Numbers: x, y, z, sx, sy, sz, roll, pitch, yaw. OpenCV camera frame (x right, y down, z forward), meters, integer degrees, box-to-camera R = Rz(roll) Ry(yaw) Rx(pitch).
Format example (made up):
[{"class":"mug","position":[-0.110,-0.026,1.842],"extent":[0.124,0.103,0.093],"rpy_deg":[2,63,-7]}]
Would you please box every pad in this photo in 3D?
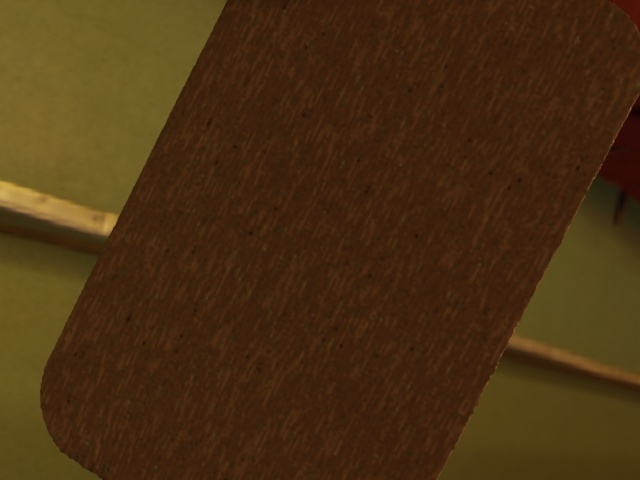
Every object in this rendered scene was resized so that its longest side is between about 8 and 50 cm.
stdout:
[{"class":"pad","position":[0.000,0.000,0.518],"extent":[0.266,0.176,0.002],"rpy_deg":[-63,158,4]}]
